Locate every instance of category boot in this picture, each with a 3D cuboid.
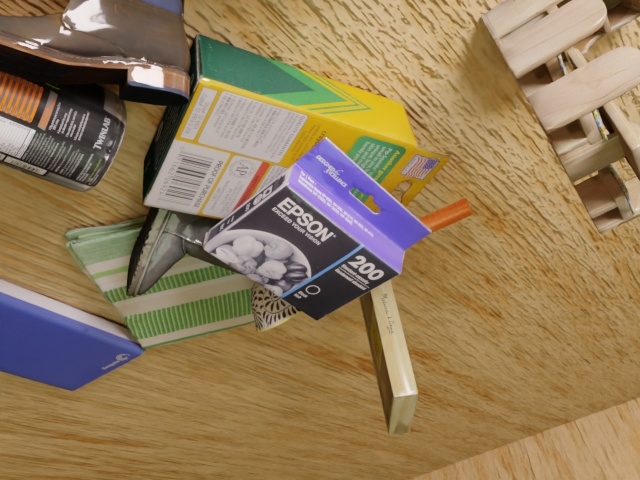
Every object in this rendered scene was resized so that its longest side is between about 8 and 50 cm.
[{"bbox_3d":[-0.222,-0.196,0.545,0.219,0.106,0.082,8,174,-34],"label":"boot"},{"bbox_3d":[-0.146,0.025,0.841,0.209,0.076,0.189,17,120,-28],"label":"boot"}]

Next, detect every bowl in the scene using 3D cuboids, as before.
[{"bbox_3d":[-0.051,0.063,0.948,0.170,0.080,0.170,-32,-175,3],"label":"bowl"}]

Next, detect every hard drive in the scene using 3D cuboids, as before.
[{"bbox_3d":[-0.490,0.167,1.026,0.210,0.040,0.319,-29,141,22],"label":"hard drive"}]

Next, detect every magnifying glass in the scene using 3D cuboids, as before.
[{"bbox_3d":[0.098,-0.001,0.839,0.231,0.026,0.092,-23,149,11],"label":"magnifying glass"}]

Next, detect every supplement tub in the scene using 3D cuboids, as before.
[{"bbox_3d":[-0.305,-0.132,0.604,0.190,0.116,0.117,23,132,-37],"label":"supplement tub"}]

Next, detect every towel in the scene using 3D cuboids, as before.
[{"bbox_3d":[-0.224,0.066,0.968,0.248,0.038,0.324,-12,142,-1],"label":"towel"}]

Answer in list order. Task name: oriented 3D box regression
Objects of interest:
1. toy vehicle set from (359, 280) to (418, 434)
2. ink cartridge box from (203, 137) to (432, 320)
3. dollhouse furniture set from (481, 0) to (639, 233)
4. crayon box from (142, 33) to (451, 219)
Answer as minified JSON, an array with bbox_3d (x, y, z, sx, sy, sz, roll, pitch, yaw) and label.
[{"bbox_3d":[0.104,0.159,0.987,0.035,0.266,0.166,-8,145,-3],"label":"toy vehicle set"},{"bbox_3d":[0.000,0.000,0.757,0.208,0.045,0.206,-35,125,28],"label":"ink cartridge box"},{"bbox_3d":[0.290,-0.170,0.608,0.161,0.242,0.212,-28,141,22],"label":"dollhouse furniture set"},{"bbox_3d":[-0.032,-0.102,0.749,0.323,0.083,0.203,12,138,-28],"label":"crayon box"}]
